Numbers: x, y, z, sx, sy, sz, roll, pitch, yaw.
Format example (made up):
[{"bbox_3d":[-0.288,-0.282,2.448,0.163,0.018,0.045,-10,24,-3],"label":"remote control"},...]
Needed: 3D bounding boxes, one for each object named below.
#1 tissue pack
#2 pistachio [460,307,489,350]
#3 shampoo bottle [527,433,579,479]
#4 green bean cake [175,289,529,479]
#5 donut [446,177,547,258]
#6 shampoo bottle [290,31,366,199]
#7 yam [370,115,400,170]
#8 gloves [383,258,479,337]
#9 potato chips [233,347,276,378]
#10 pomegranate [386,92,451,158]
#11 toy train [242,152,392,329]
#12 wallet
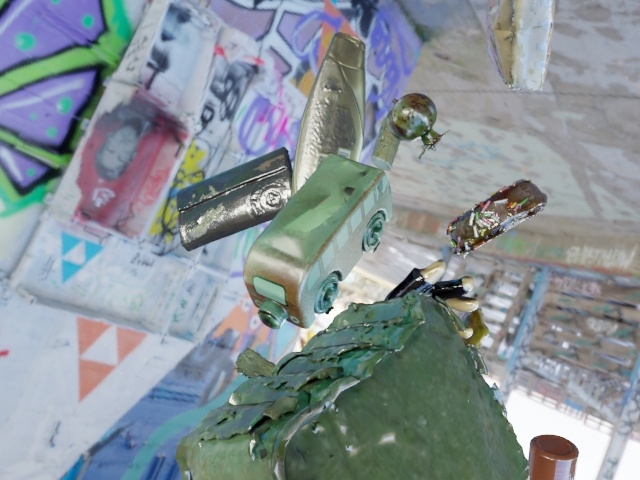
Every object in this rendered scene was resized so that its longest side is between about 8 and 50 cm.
[{"bbox_3d":[0.431,-0.483,1.484,0.123,0.215,0.256,-4,128,3],"label":"tissue pack"},{"bbox_3d":[0.322,0.197,1.468,0.090,0.173,0.049,-25,116,36],"label":"pistachio"},{"bbox_3d":[0.395,0.460,1.173,0.086,0.244,0.085,-1,-165,0],"label":"shampoo bottle"},{"bbox_3d":[0.047,0.184,0.504,0.132,0.255,0.241,-24,96,44],"label":"green bean cake"},{"bbox_3d":[0.426,-0.057,1.651,0.103,0.270,0.269,60,178,7],"label":"donut"},{"bbox_3d":[0.024,-0.219,1.298,0.126,0.349,0.084,10,176,-6],"label":"shampoo bottle"},{"bbox_3d":[0.200,-0.290,2.007,0.078,0.179,0.078,15,154,8],"label":"yam"},{"bbox_3d":[0.154,0.165,1.111,0.152,0.301,0.197,31,-154,10],"label":"gloves"},{"bbox_3d":[-0.157,0.344,1.807,0.142,0.026,0.209,50,-161,18],"label":"potato chips"},{"bbox_3d":[0.257,-0.317,1.829,0.169,0.149,0.148,57,180,10],"label":"pomegranate"},{"bbox_3d":[0.000,0.000,1.110,0.129,0.326,0.159,21,146,28],"label":"toy train"},{"bbox_3d":[-0.207,-0.100,1.629,0.321,0.170,0.044,-19,161,16],"label":"wallet"}]
